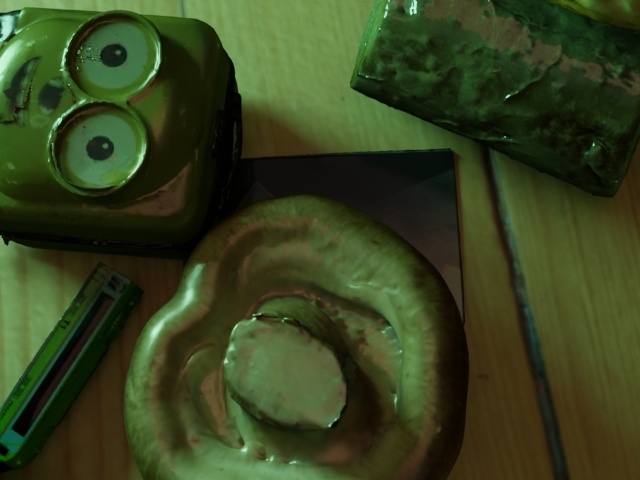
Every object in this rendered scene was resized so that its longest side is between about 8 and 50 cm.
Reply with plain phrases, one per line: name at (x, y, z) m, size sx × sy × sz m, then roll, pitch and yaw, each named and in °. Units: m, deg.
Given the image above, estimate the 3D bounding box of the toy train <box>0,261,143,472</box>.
toy train at (-0.217, 0.119, 0.765) m, size 0.042 × 0.044 × 0.209 m, roll 29°, pitch 78°, yaw 11°

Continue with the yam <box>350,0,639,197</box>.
yam at (0.156, -0.153, 0.776) m, size 0.268 × 0.161 × 0.161 m, roll 25°, pitch 76°, yaw 7°

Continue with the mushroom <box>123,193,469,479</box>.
mushroom at (-0.020, 0.100, 0.710) m, size 0.278 × 0.146 × 0.278 m, roll -2°, pitch 71°, yaw 7°

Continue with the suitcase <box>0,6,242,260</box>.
suitcase at (-0.186, -0.090, 0.775) m, size 0.234 × 0.143 × 0.194 m, roll 4°, pitch 74°, yaw 6°

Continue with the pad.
pad at (0.000, 0.000, 0.813) m, size 0.243 × 0.004 × 0.164 m, roll -2°, pitch 73°, yaw 2°

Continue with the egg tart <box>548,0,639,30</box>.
egg tart at (0.278, -0.290, 0.734) m, size 0.387 × 0.169 × 0.388 m, roll 12°, pitch 46°, yaw -13°
